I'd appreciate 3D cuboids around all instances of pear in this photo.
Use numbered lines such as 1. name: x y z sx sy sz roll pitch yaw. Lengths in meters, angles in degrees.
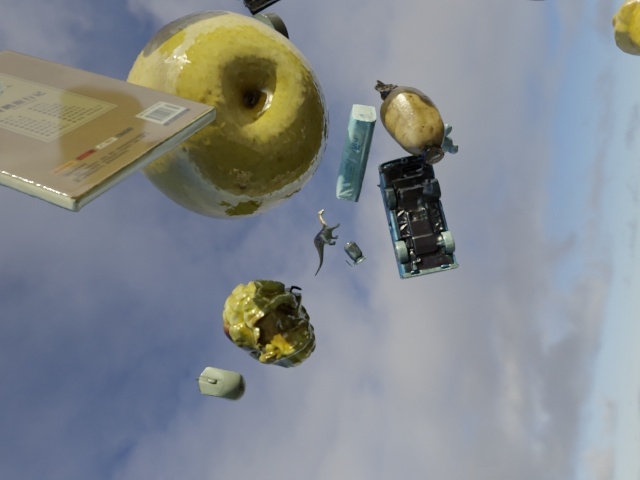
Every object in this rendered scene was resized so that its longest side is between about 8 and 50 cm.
1. pear: -0.154 -0.200 0.759 0.348 0.349 0.348 -8 -80 -51

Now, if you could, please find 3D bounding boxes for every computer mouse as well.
1. computer mouse: -0.186 0.277 0.858 0.110 0.032 0.055 26 -119 -33

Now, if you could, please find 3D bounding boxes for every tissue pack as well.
1. tissue pack: 0.110 -0.276 1.396 0.177 0.089 0.263 -80 -1 -60

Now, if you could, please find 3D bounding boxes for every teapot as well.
1. teapot: 0.117 0.047 1.580 0.064 0.049 0.083 -35 -92 -34

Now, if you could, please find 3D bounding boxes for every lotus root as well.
1. lotus root: 0.124 -0.172 0.617 0.072 0.152 0.063 -36 -20 6

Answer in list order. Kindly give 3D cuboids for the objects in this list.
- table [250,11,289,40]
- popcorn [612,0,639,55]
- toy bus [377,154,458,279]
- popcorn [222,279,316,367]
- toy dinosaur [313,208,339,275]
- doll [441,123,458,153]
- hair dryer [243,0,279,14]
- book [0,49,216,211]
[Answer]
1. table: -0.143 -0.541 1.203 0.043 0.134 0.133 -31 -62 -36
2. popcorn: 0.794 -0.511 0.941 0.281 0.298 0.315 29 -120 -52
3. toy bus: 0.150 -0.034 0.713 0.106 0.090 0.184 50 -151 -79
4. popcorn: -0.100 0.173 0.944 0.218 0.189 0.169 32 -107 -4
5. toy dinosaur: 0.014 -0.003 1.011 0.180 0.058 0.037 -80 -29 -44
6. doll: 0.294 -0.281 1.187 0.180 0.120 0.075 28 -92 -56
7. hair dryer: -0.047 -0.426 0.503 0.271 0.236 0.091 56 -173 -30
8. book: -0.301 -0.135 0.471 0.217 0.311 0.021 -58 -19 -47
